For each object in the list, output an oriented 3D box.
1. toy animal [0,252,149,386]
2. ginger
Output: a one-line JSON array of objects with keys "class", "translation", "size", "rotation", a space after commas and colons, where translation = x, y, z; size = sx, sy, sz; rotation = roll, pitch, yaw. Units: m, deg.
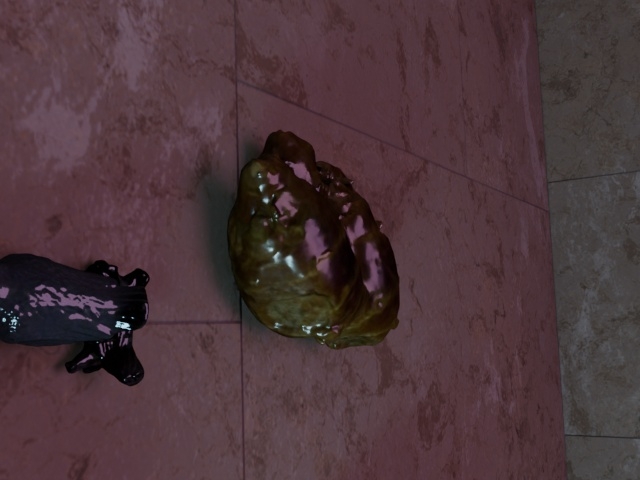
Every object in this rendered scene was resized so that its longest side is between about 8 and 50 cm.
[{"class": "toy animal", "translation": [-0.234, 0.065, 0.671], "size": [0.210, 0.117, 0.121], "rotation": [20, 74, -58]}, {"class": "ginger", "translation": [-0.004, 0.000, 1.019], "size": [0.357, 0.152, 0.274], "rotation": [25, 64, -56]}]
